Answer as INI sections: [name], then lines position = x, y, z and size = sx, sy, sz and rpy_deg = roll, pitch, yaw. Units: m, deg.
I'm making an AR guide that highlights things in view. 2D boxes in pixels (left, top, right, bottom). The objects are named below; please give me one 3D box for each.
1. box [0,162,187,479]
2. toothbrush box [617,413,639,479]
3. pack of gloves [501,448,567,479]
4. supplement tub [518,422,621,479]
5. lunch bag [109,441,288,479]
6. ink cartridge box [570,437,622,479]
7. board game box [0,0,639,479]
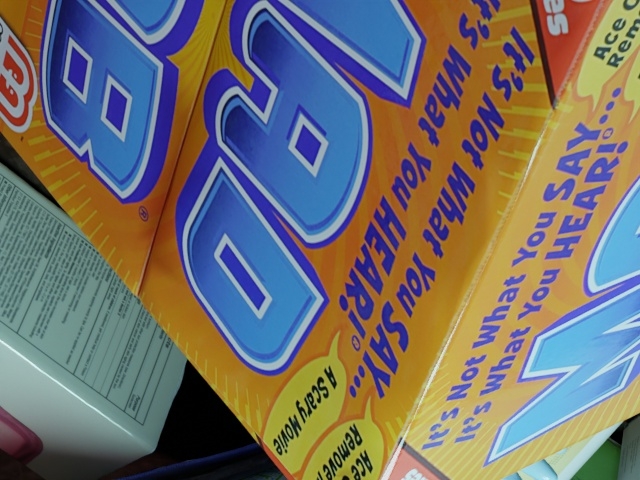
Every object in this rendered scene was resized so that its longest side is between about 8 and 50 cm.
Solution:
[box]
position = -0.235, 0.072, 1.558
size = 0.232, 0.148, 0.127
rpy_deg = 40, 134, -23
[toothbrush box]
position = 0.381, 0.261, 1.516
size = 0.295, 0.216, 0.126
rpy_deg = 29, 136, -12
[pack of gloves]
position = 0.110, 0.072, 1.346
size = 0.232, 0.046, 0.195
rpy_deg = 39, 109, -6
[supplement tub]
position = 0.158, 0.106, 1.461
size = 0.144, 0.144, 0.199
rpy_deg = 28, 123, -12
[lunch bag]
position = -0.110, 0.300, 1.539
size = 0.328, 0.385, 0.239
rpy_deg = -15, 110, -24
[ink cartridge box]
position = 0.168, 0.252, 1.578
size = 0.062, 0.209, 0.109
rpy_deg = 37, 142, 20
[board game box]
position = 0.088, -0.140, 0.956
size = 0.356, 0.356, 0.356
rpy_deg = 48, 138, 27
